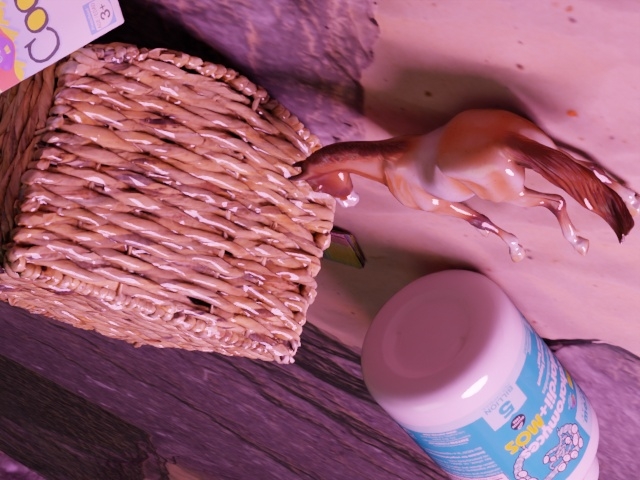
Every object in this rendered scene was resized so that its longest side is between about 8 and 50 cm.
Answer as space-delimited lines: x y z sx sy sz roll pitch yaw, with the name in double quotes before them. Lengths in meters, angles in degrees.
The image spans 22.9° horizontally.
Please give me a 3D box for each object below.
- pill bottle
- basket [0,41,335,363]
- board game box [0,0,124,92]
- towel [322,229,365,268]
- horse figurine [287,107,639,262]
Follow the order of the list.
"pill bottle" 0.158 0.152 1.425 0.146 0.146 0.264 7 151 41
"basket" -0.164 -0.040 1.266 0.299 0.213 0.223 22 167 -40
"board game box" -0.300 -0.198 1.140 0.275 0.142 0.144 9 124 39
"towel" 0.000 0.000 1.456 0.083 0.009 0.060 16 156 28
"horse figurine" 0.118 -0.042 1.157 0.174 0.066 0.263 32 161 -27
